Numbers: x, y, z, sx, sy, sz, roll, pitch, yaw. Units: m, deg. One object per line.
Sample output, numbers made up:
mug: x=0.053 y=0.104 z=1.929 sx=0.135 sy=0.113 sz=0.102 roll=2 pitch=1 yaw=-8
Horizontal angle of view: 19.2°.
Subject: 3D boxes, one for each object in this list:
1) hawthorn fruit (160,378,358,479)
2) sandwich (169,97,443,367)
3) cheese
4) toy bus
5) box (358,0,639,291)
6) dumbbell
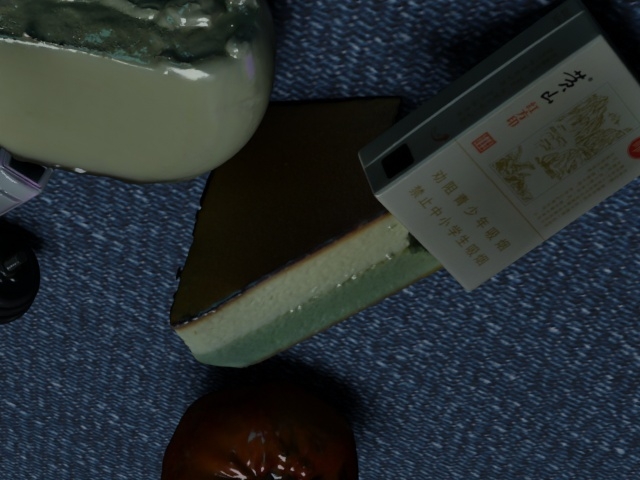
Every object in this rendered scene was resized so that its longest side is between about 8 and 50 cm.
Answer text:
hawthorn fruit: x=-0.074 y=0.263 z=2.002 sx=0.211 sy=0.211 sz=0.299 roll=20 pitch=160 yaw=-6
sandwich: x=0.000 y=0.000 z=1.504 sx=0.186 sy=0.220 sz=0.108 roll=0 pitch=145 yaw=25
cheese: x=-0.163 y=-0.151 z=1.429 sx=0.266 sy=0.127 sz=0.233 roll=11 pitch=146 yaw=4
toy bus: x=-0.286 y=-0.060 z=1.680 sx=0.060 sy=0.075 sz=0.123 roll=33 pitch=145 yaw=-27
box: x=0.147 y=-0.068 z=1.389 sx=0.201 sy=0.058 sz=0.141 roll=-36 pitch=130 yaw=14
dumbbell: x=-0.340 y=0.048 z=1.861 sx=0.099 sy=0.099 sz=0.208 roll=30 pitch=146 yaw=-23
